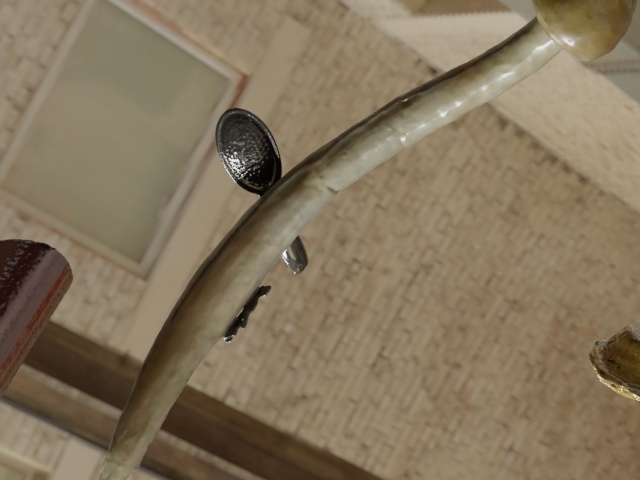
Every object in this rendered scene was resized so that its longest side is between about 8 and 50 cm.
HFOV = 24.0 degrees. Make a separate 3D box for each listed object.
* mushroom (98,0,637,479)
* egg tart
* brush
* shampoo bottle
[{"bbox_3d":[-0.002,-0.002,0.577,0.306,0.043,0.068,-43,-168,17],"label":"mushroom"},{"bbox_3d":[0.308,0.106,1.364,0.129,0.129,0.049,-132,-134,-58],"label":"egg tart"},{"bbox_3d":[-0.022,-0.019,0.613,0.024,0.083,0.008,-17,-146,9],"label":"brush"},{"bbox_3d":[-0.277,0.099,1.126,0.102,0.064,0.260,-7,-147,22],"label":"shampoo bottle"}]
